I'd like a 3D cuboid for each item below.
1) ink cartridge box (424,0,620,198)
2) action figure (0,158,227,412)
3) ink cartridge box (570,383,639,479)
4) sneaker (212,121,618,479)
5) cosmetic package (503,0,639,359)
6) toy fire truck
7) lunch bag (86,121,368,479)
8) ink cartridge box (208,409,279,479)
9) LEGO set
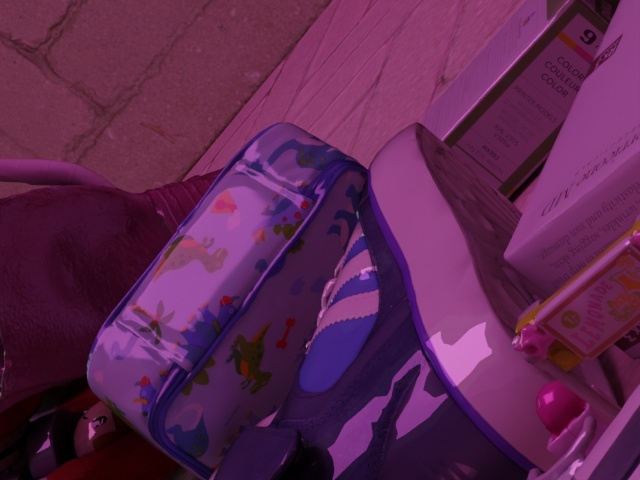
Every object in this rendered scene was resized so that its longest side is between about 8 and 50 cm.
[{"bbox_3d":[0.152,-0.119,1.152,0.209,0.062,0.109,-48,10,23],"label":"ink cartridge box"},{"bbox_3d":[-0.108,-0.004,1.317,0.370,0.276,0.248,-21,19,-14],"label":"action figure"},{"bbox_3d":[0.113,0.088,0.346,0.191,0.139,0.082,-53,7,-6],"label":"ink cartridge box"},{"bbox_3d":[0.012,0.088,0.859,0.236,0.130,0.323,-46,16,14],"label":"sneaker"},{"bbox_3d":[0.176,-0.071,0.799,0.117,0.085,0.231,-43,13,49],"label":"cosmetic package"},{"bbox_3d":[-0.165,0.141,1.470,0.254,0.169,0.302,-25,15,14],"label":"toy fire truck"},{"bbox_3d":[-0.031,0.048,1.142,0.219,0.090,0.176,-53,-34,-10],"label":"lunch bag"},{"bbox_3d":[-0.015,0.145,1.000,0.104,0.060,0.180,-58,10,-29],"label":"ink cartridge box"},{"bbox_3d":[0.160,-0.012,0.584,0.287,0.107,0.132,-50,10,16],"label":"LEGO set"}]
